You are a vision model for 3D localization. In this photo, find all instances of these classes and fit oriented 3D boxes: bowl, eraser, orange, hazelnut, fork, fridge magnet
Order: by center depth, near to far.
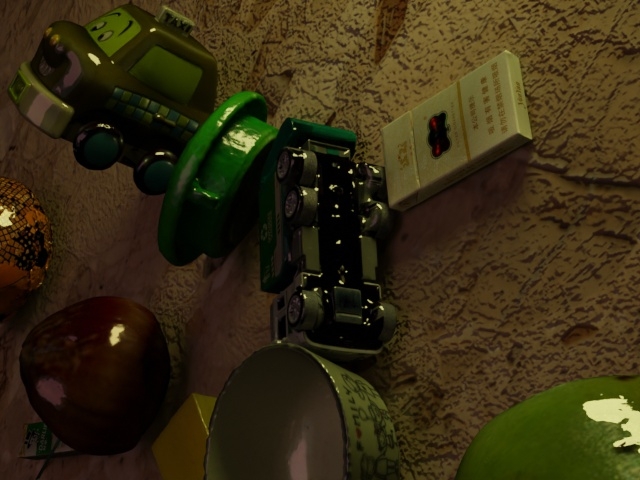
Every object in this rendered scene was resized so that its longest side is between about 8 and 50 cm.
[{"bbox_3d":[-0.004,0.202,1.052,0.211,0.112,0.211,-17,68,49],"label":"bowl"},{"bbox_3d":[-0.107,-0.063,1.256,0.088,0.208,0.208,26,100,10],"label":"fridge magnet"},{"bbox_3d":[-0.130,0.244,1.258,0.097,0.045,0.122,-51,42,25],"label":"eraser"},{"bbox_3d":[-0.266,0.155,1.360,0.178,0.178,0.204,-43,35,34],"label":"hazelnut"},{"bbox_3d":[-0.302,0.214,1.446,0.039,0.021,0.235,-32,25,36],"label":"fork"},{"bbox_3d":[-0.506,0.013,1.730,0.234,0.182,0.234,-46,35,45],"label":"orange"}]

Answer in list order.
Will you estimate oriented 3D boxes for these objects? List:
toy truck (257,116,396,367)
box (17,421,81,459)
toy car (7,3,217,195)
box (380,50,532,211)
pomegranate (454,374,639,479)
[{"bbox_3d":[0.000,0.000,1.140,0.124,0.114,0.253,-39,47,55],"label":"toy truck"},{"bbox_3d":[-0.330,0.257,1.512,0.207,0.041,0.050,-17,62,47],"label":"box"},{"bbox_3d":[-0.226,-0.191,1.389,0.198,0.248,0.204,-58,39,13],"label":"toy car"},{"bbox_3d":[0.124,-0.100,1.086,0.167,0.024,0.090,-30,55,41],"label":"box"},{"bbox_3d":[0.214,0.182,0.691,0.340,0.260,0.260,-43,37,-9],"label":"pomegranate"}]
